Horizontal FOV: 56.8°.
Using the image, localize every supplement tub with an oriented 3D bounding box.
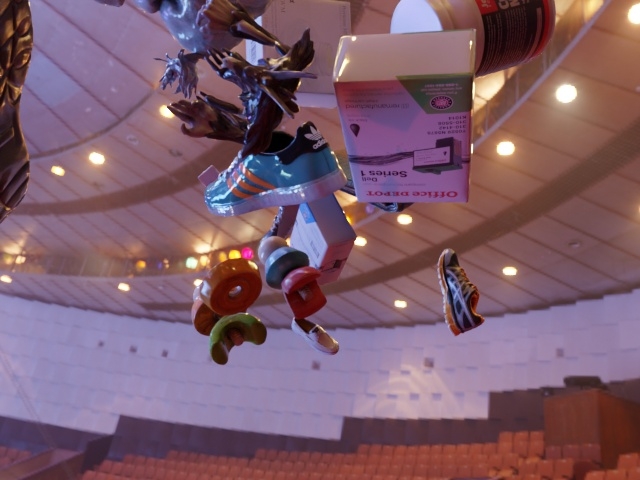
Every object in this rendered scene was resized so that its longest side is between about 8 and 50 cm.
[{"bbox_3d":[0.294,-0.411,1.143,0.272,0.191,0.191,-22,-20,-22],"label":"supplement tub"}]

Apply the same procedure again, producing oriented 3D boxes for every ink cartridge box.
[{"bbox_3d":[0.114,-0.147,0.753,0.160,0.093,0.219,1,-36,14],"label":"ink cartridge box"},{"bbox_3d":[0.000,0.000,1.363,0.082,0.140,0.191,-15,-29,-22],"label":"ink cartridge box"}]

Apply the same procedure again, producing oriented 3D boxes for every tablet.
[{"bbox_3d":[-0.294,-0.164,1.622,0.006,0.054,0.083,45,-4,43],"label":"tablet"}]

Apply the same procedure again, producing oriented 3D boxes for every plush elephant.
[{"bbox_3d":[-0.207,-0.418,0.875,0.271,0.330,0.255,7,-28,16],"label":"plush elephant"}]

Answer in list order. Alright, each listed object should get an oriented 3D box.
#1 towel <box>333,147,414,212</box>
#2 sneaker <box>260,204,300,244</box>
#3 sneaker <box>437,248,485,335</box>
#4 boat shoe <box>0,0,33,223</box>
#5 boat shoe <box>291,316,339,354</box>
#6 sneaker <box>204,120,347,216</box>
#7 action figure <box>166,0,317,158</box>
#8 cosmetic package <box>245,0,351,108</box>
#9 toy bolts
[{"bbox_3d":[0.140,-0.154,1.340,0.271,0.370,0.040,23,-64,26],"label":"towel"},{"bbox_3d":[-0.119,-0.083,1.721,0.228,0.086,0.132,-43,-55,5],"label":"sneaker"},{"bbox_3d":[0.332,0.117,1.400,0.083,0.215,0.084,-17,-27,24],"label":"sneaker"},{"bbox_3d":[-0.411,-0.167,0.649,0.130,0.132,0.355,18,-58,-2],"label":"boat shoe"},{"bbox_3d":[-0.009,0.167,1.054,0.100,0.035,0.035,35,-31,20],"label":"boat shoe"},{"bbox_3d":[-0.094,-0.119,0.967,0.302,0.108,0.121,-7,-68,41],"label":"sneaker"},{"bbox_3d":[-0.102,-0.185,0.706,0.141,0.164,0.275,22,1,-22],"label":"action figure"},{"bbox_3d":[-0.050,-0.441,1.396,0.224,0.224,0.138,-2,-1,-23],"label":"cosmetic package"},{"bbox_3d":[-0.122,0.061,1.012,0.228,0.158,0.218,-24,-43,-19],"label":"toy bolts"}]
